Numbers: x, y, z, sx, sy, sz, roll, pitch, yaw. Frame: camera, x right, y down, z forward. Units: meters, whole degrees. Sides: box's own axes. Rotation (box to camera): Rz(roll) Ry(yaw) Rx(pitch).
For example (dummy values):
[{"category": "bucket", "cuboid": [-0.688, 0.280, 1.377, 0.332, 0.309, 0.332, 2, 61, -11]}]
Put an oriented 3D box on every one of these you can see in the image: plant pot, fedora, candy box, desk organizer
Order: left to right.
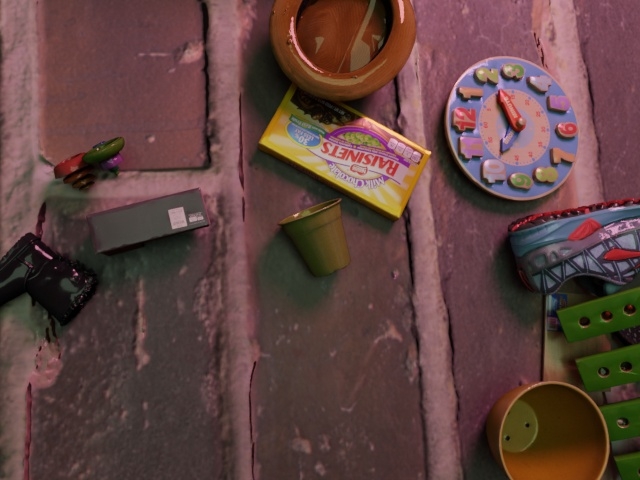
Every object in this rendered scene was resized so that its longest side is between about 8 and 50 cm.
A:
[{"category": "desk organizer", "cuboid": [-0.199, -0.021, 0.608, 0.130, 0.050, 0.047, -15, 85, -10]}, {"category": "plant pot", "cuboid": [0.000, 0.000, 0.628, 0.083, 0.083, 0.079, -23, 98, -11]}, {"category": "fedora", "cuboid": [0.026, -0.265, 0.661, 0.195, 0.079, 0.194, 0, 86, -7]}, {"category": "candy box", "cuboid": [0.033, -0.118, 0.669, 0.206, 0.027, 0.105, 28, 82, -4]}, {"category": "plant pot", "cuboid": [0.257, 0.233, 0.620, 0.134, 0.095, 0.134, 1, 82, -8]}]

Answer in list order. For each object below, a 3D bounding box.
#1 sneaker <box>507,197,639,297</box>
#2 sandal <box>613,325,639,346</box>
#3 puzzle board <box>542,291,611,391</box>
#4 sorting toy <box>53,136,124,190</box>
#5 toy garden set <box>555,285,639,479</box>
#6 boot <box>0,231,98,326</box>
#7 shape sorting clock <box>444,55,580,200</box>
[{"category": "sneaker", "cuboid": [0.380, 0.012, 0.681, 0.262, 0.104, 0.125, -9, 94, -2]}, {"category": "sandal", "cuboid": [0.456, 0.158, 0.692, 0.067, 0.040, 0.179, -38, 82, -14]}, {"category": "puzzle board", "cuboid": [0.345, 0.136, 0.691, 0.097, 0.011, 0.128, 6, 81, -7]}, {"category": "sorting toy", "cuboid": [-0.263, -0.087, 0.604, 0.102, 0.061, 0.042, -14, 117, 23]}, {"category": "toy garden set", "cuboid": [0.441, 0.169, 0.640, 0.204, 0.049, 0.244, -21, 89, 20]}, {"category": "boot", "cuboid": [-0.325, 0.060, 0.583, 0.099, 0.045, 0.121, 38, 78, -5]}, {"category": "shape sorting clock", "cuboid": [0.267, -0.156, 0.703, 0.207, 0.040, 0.206, 1, 82, -8]}]
